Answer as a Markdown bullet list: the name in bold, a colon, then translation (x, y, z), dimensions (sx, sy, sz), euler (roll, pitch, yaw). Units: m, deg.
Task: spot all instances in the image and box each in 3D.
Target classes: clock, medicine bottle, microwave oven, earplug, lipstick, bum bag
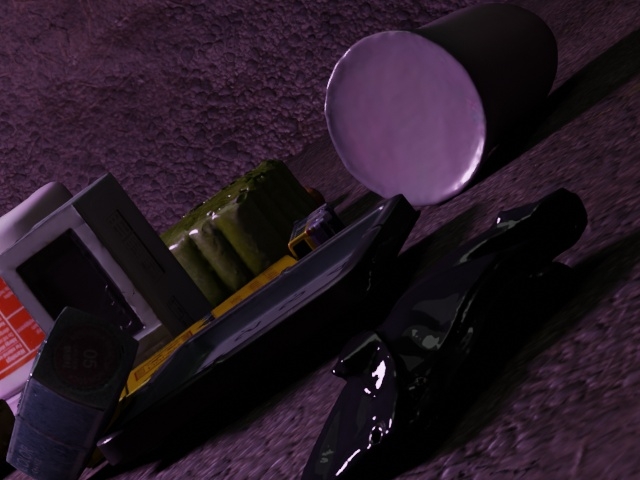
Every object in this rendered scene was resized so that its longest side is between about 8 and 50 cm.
- **clock**: translation (-0.041, 0.076, 1.661), dimensions (0.279, 0.049, 0.273), euler (-35, 6, 19)
- **medicine bottle**: translation (-0.378, 0.083, 2.630), dimensions (0.252, 0.241, 0.252), euler (-35, 6, 4)
- **microwave oven**: translation (-0.221, 0.058, 2.069), dimensions (0.122, 0.208, 0.162), euler (-35, 6, 17)
- **earplug**: translation (0.152, -0.162, 1.972), dimensions (0.172, 0.172, 0.301), euler (-32, 1, 37)
- **lipstick**: translation (-0.214, 0.141, 1.671), dimensions (0.289, 0.077, 0.076), euler (122, 173, -65)
- **bum bag**: translation (0.066, 0.056, 1.155), dimensions (0.123, 0.060, 0.248), euler (-30, 10, 44)

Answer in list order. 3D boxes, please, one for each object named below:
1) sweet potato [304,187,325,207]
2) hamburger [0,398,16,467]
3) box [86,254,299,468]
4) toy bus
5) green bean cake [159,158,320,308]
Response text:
- **sweet potato**: translation (-0.047, -0.034, 2.571), dimensions (0.055, 0.058, 0.202), euler (9, -12, -26)
- **hamburger**: translation (-0.434, 0.243, 2.300), dimensions (0.189, 0.122, 0.215), euler (-45, 12, -19)
- **box**: translation (-0.123, 0.113, 1.909), dimensions (0.279, 0.041, 0.153), euler (-36, 7, -4)
- **toy bus**: translation (0.000, 0.000, 2.024), dimensions (0.058, 0.052, 0.102), euler (-35, 8, 8)
- **green bean cake**: translation (-0.113, 0.008, 2.300), dimensions (0.214, 0.113, 0.200), euler (-33, 6, 21)
